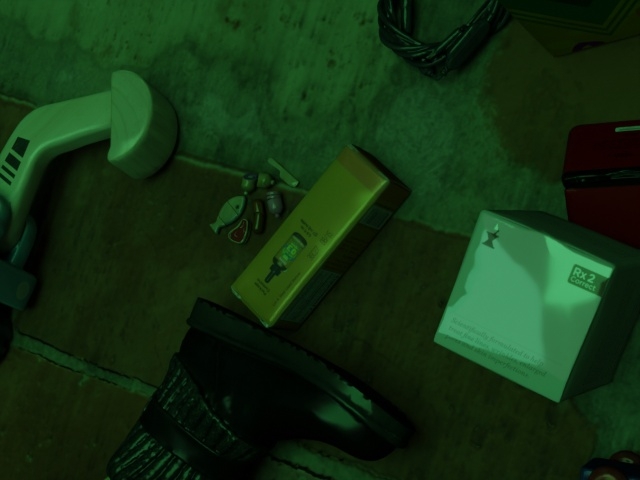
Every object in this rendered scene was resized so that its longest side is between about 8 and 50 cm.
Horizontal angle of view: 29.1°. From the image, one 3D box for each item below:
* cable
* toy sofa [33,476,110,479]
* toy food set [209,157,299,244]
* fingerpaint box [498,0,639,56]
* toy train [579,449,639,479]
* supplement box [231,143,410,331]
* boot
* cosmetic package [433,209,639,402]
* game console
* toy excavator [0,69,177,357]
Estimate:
[{"bbox_3d":[0.154,-0.293,1.483,0.150,0.047,0.184,46,105,29],"label":"cable"},{"bbox_3d":[-0.345,0.339,1.443,0.150,0.362,0.177,-41,73,15],"label":"toy sofa"},{"bbox_3d":[-0.085,-0.044,1.566,0.078,0.019,0.122,42,101,25],"label":"toy food set"},{"bbox_3d":[0.236,-0.464,1.283,0.163,0.371,0.444,-12,76,24],"label":"fingerpaint box"},{"bbox_3d":[0.386,0.307,1.249,0.248,0.105,0.143,7,96,26],"label":"toy train"},{"bbox_3d":[0.000,0.000,1.488,0.233,0.080,0.078,-49,65,9],"label":"supplement box"},{"bbox_3d":[-0.075,0.245,1.452,0.348,0.131,0.260,24,86,37],"label":"boot"},{"bbox_3d":[0.240,0.062,1.293,0.151,0.184,0.151,25,103,27],"label":"cosmetic package"},{"bbox_3d":[0.348,-0.063,1.367,0.144,0.085,0.124,-3,50,25],"label":"game console"},{"bbox_3d":[-0.451,-0.049,1.653,0.433,0.222,0.445,16,81,25],"label":"toy excavator"}]
